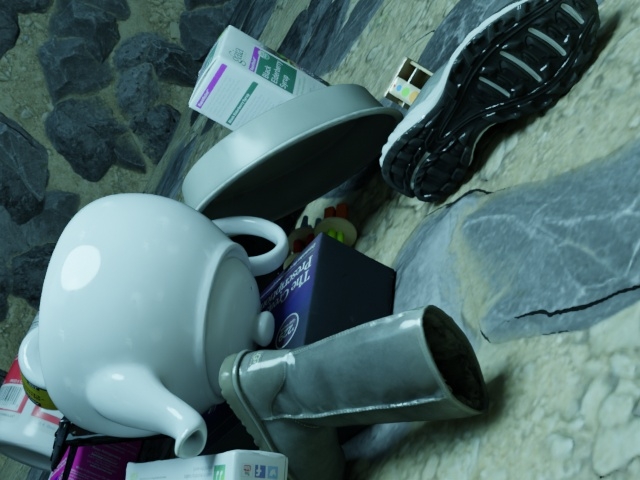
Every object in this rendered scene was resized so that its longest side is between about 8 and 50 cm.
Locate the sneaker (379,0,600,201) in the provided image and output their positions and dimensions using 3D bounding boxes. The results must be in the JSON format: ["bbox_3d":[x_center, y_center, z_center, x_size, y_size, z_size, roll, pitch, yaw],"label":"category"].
[{"bbox_3d":[0.153,-0.153,0.844,0.271,0.100,0.108,-43,20,44],"label":"sneaker"}]

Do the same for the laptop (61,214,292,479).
[{"bbox_3d":[-0.223,0.195,1.296,0.408,0.236,0.382,-9,43,14],"label":"laptop"}]

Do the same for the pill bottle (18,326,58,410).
[{"bbox_3d":[-0.400,0.199,1.324,0.184,0.103,0.103,120,169,-61],"label":"pill bottle"}]

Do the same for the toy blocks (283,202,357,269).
[{"bbox_3d":[0.000,0.000,1.093,0.123,0.054,0.148,-49,22,36],"label":"toy blocks"}]

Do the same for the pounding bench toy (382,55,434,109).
[{"bbox_3d":[0.128,-0.163,1.002,0.065,0.083,0.052,41,106,39],"label":"pounding bench toy"}]

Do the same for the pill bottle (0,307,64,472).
[{"bbox_3d":[-0.487,0.246,1.754,0.229,0.229,0.407,-32,34,56],"label":"pill bottle"}]

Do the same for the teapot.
[{"bbox_3d":[-0.135,0.072,0.845,0.252,0.187,0.256,53,-138,-74],"label":"teapot"}]

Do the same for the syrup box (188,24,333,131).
[{"bbox_3d":[-0.054,-0.186,1.211,0.096,0.237,0.093,-49,21,33],"label":"syrup box"}]

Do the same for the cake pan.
[{"bbox_3d":[-0.040,-0.094,1.045,0.293,0.054,0.293,-28,-10,-5],"label":"cake pan"}]

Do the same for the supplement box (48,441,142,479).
[{"bbox_3d":[-0.375,0.359,1.483,0.111,0.114,0.220,-44,23,42],"label":"supplement box"}]

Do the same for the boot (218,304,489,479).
[{"bbox_3d":[0.040,0.139,0.717,0.209,0.189,0.076,-18,36,27],"label":"boot"}]

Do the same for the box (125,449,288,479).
[{"bbox_3d":[-0.115,0.347,0.737,0.232,0.059,0.321,-24,57,53],"label":"box"}]

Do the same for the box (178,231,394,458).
[{"bbox_3d":[-0.040,0.144,0.925,0.261,0.103,0.184,-45,27,39],"label":"box"}]

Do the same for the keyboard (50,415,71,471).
[{"bbox_3d":[-0.366,0.257,1.232,0.192,0.038,0.100,163,123,-78],"label":"keyboard"}]
